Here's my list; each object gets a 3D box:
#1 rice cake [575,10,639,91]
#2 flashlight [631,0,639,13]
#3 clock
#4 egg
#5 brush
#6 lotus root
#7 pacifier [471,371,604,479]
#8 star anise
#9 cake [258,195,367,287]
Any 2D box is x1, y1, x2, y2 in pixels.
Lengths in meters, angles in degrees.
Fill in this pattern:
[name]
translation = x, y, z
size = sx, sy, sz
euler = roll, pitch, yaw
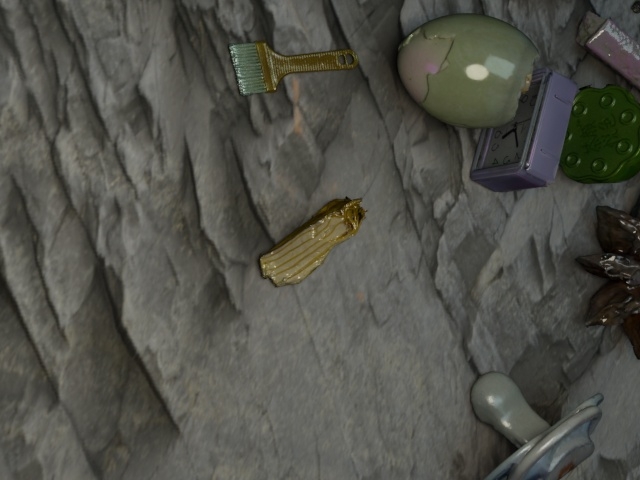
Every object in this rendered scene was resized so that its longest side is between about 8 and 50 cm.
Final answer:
[rice cake]
translation = 0.638, -0.309, 1.432
size = 0.365, 0.056, 0.072
euler = 35, 104, -14
[flashlight]
translation = 0.654, -0.490, 1.495
size = 0.018, 0.018, 0.083
euler = 46, 71, -19
[clock]
translation = 0.345, -0.184, 1.271
size = 0.073, 0.145, 0.193
euler = 21, 79, -23
[egg]
translation = 0.230, -0.277, 1.203
size = 0.217, 0.183, 0.183
euler = 22, 77, 12
[brush]
translation = -0.035, -0.278, 1.170
size = 0.218, 0.010, 0.082
euler = -13, 93, -26
[lotus root]
translation = 0.541, -0.178, 1.367
size = 0.186, 0.186, 0.186
euler = 1, 88, -25
[pacifier]
translation = 0.347, 0.305, 1.261
size = 0.279, 0.227, 0.207
euler = -26, 59, -24
[star anise]
translation = 0.620, 0.060, 1.408
size = 0.332, 0.118, 0.331
euler = -1, 92, -29
[cake]
translation = 0.002, 0.004, 1.126
size = 0.185, 0.116, 0.079
euler = -35, 105, -27
